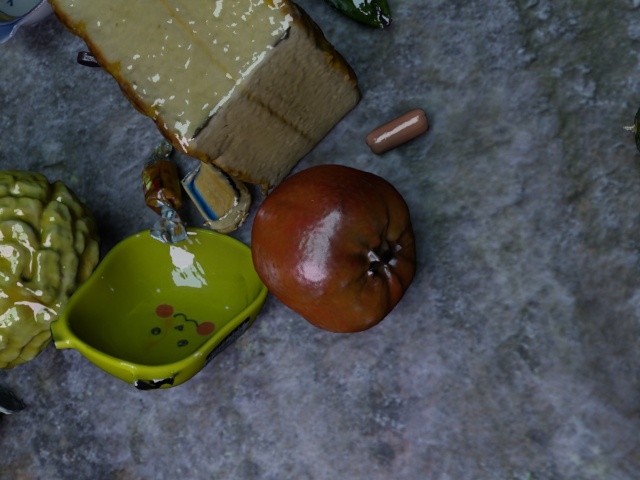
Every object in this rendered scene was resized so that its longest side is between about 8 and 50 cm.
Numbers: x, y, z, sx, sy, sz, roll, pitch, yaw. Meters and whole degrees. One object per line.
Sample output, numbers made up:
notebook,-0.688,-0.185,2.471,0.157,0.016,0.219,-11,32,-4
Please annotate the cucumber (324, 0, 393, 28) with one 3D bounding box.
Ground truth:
cucumber,0.010,-0.349,1.008,0.227,0.069,0.069,43,98,14

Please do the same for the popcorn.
popcorn,-0.408,0.036,1.005,0.224,0.258,0.270,31,52,-9

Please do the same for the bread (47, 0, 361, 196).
bread,-0.124,-0.235,0.931,0.207,0.279,0.279,-46,70,10

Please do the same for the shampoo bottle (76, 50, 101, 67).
shampoo bottle,-0.316,-0.370,1.116,0.068,0.067,0.236,8,87,29

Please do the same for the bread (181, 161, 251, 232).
bread,-0.133,-0.062,1.020,0.072,0.053,0.106,-45,58,12

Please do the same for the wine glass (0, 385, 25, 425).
wine glass,-0.497,0.281,1.099,0.072,0.072,0.155,38,96,18

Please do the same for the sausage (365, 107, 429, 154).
sausage,0.097,-0.137,0.968,0.083,0.034,0.034,-26,77,14

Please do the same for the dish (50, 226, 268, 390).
dish,-0.188,0.101,0.958,0.221,0.262,0.108,18,131,21

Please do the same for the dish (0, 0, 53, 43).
dish,-0.445,-0.411,1.151,0.228,0.086,0.236,29,94,20

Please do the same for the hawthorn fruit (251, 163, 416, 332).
hawthorn fruit,0.000,0.000,0.925,0.225,0.196,0.196,19,90,43

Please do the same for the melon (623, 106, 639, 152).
melon,0.413,-0.121,0.821,0.167,0.114,0.114,0,84,16

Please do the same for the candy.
candy,-0.215,-0.069,1.035,0.053,0.046,0.182,-38,50,24
